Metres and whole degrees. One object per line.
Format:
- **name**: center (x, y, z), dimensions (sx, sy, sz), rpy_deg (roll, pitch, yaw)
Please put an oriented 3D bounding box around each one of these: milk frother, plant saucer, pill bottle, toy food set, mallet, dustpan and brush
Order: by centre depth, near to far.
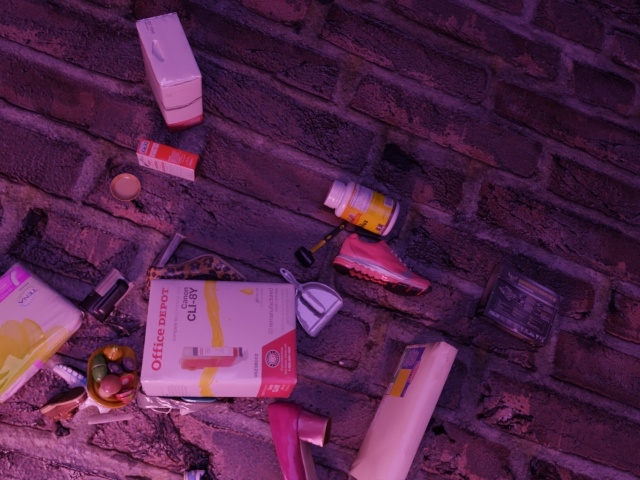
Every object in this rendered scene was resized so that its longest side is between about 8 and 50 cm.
- **toy food set**: center (-0.524, 0.352, 1.395), dimensions (0.128, 0.071, 0.218), rpy_deg (13, 45, -34)
- **milk frother**: center (-0.548, 0.172, 1.474), dimensions (0.135, 0.129, 0.143), rpy_deg (-52, 134, -17)
- **plant saucer**: center (-0.565, -0.153, 1.579), dimensions (0.083, 0.015, 0.083), rpy_deg (3, 77, -11)
- **dustpan and brush**: center (-0.044, 0.160, 1.591), dimensions (0.211, 0.060, 0.147), rpy_deg (44, 72, 0)
- **mallet**: center (0.000, 0.000, 1.656), dimensions (0.062, 0.039, 0.190), rpy_deg (42, 68, 2)
- **pill bottle**: center (0.124, -0.105, 1.660), dimensions (0.215, 0.117, 0.117), rpy_deg (24, 73, -5)

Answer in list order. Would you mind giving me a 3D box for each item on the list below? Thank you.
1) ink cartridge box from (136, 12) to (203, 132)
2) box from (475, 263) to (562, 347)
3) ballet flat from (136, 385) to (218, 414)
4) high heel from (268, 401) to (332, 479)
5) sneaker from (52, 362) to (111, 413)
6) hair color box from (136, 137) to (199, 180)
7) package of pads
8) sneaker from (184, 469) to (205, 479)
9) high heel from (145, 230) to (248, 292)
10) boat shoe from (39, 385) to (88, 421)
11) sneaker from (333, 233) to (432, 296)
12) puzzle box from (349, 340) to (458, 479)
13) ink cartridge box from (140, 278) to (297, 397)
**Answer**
- **ink cartridge box**: center (-0.421, -0.466, 1.543), dimensions (0.117, 0.283, 0.207), rpy_deg (-20, 82, -16)
- **box**: center (0.630, 0.208, 1.726), dimensions (0.231, 0.056, 0.183), rpy_deg (27, 72, -5)
- **ballet flat**: center (-0.384, 0.433, 1.461), dimensions (0.213, 0.072, 0.068), rpy_deg (11, 102, -9)
- **high heel**: center (-0.090, 0.635, 1.470), dimensions (0.181, 0.127, 0.377), rpy_deg (9, 78, 20)
- **sneaker**: center (-0.620, 0.390, 1.413), dimensions (0.190, 0.071, 0.083), rpy_deg (33, 78, -3)
- **hair color box**: center (-0.442, -0.234, 1.584), dimensions (0.167, 0.093, 0.053), rpy_deg (15, 73, -9)
- **package of pads**: center (-0.781, 0.234, 1.372), dimensions (0.229, 0.101, 0.296), rpy_deg (38, 61, -2)
- **sneaker**: center (-0.317, 0.670, 1.418), dimensions (0.059, 0.053, 0.144), rpy_deg (-11, 81, -16)
- **high heel**: center (-0.350, 0.115, 1.535), dimensions (0.261, 0.093, 0.186), rpy_deg (32, 84, -6)
- **boat shoe**: center (-0.633, 0.414, 1.366), dimensions (0.060, 0.178, 0.064), rpy_deg (57, 33, -12)
- **sneaker**: center (0.202, 0.070, 1.638), dimensions (0.313, 0.116, 0.136), rpy_deg (21, 72, -6)
- **puzzle box**: center (0.219, 0.468, 1.465), dimensions (0.052, 0.272, 0.409), rpy_deg (29, 73, -4)
- **ink cartridge box**: center (-0.263, 0.260, 1.441), dimensions (0.384, 0.160, 0.279), rpy_deg (3, 62, -10)
